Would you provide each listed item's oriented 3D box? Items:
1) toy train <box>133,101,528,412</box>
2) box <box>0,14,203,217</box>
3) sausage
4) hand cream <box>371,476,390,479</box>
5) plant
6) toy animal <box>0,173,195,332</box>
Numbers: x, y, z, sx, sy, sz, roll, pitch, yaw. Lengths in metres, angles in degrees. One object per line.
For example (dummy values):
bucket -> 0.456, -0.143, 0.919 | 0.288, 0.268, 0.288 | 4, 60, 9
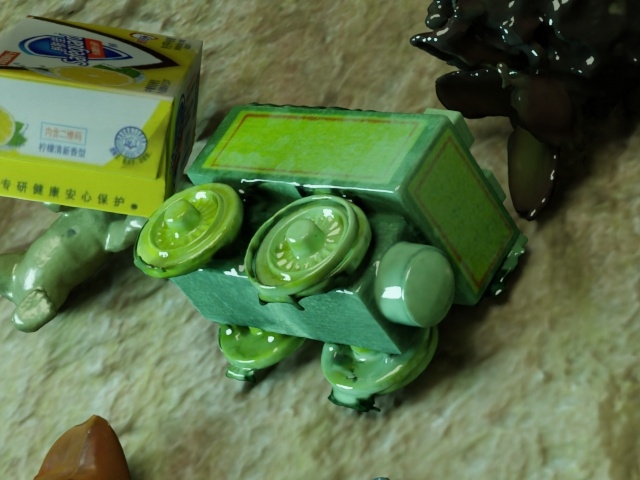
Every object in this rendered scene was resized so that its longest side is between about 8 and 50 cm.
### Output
toy train -> 0.000, 0.000, 1.236 | 0.272, 0.159, 0.188 | 8, 54, 44
box -> -0.188, -0.107, 1.394 | 0.168, 0.097, 0.265 | 9, 16, 0
sausage -> -0.186, 0.211, 1.228 | 0.089, 0.089, 0.179 | -6, 44, 33
hand cream -> -0.034, 0.238, 1.118 | 0.224, 0.048, 0.083 | -32, 39, -4
plant -> 0.165, -0.173, 1.266 | 0.234, 0.204, 0.178 | -41, 18, -3
toy animal -> -0.198, 0.000, 1.440 | 0.219, 0.101, 0.103 | -41, 72, 5
